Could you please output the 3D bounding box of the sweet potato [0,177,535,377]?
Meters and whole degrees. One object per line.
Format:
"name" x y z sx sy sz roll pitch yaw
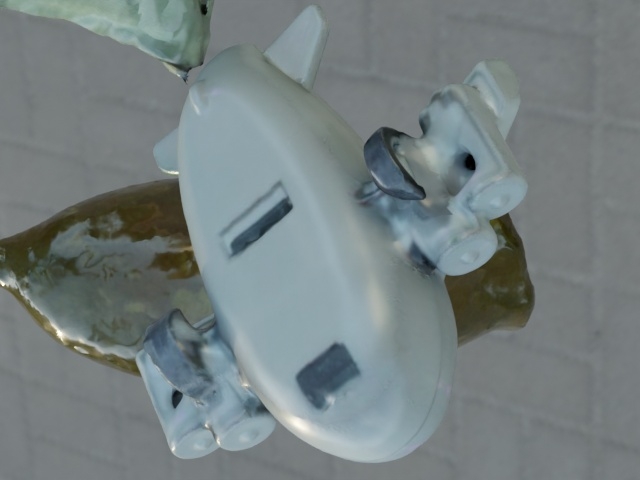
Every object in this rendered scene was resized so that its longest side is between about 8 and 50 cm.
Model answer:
"sweet potato" -0.047 0.026 1.192 0.158 0.370 0.158 172 90 -80

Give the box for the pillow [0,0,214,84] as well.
"pillow" -0.148 -0.240 0.669 0.119 0.310 0.312 -150 72 -71

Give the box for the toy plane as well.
"toy plane" -0.002 -0.001 0.608 0.174 0.080 0.174 -16 63 35
